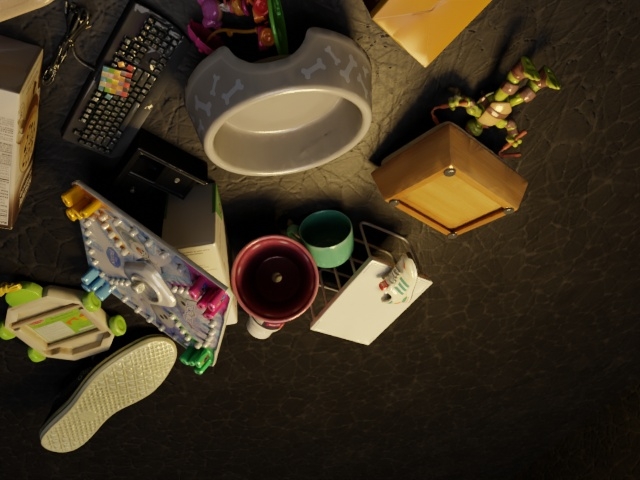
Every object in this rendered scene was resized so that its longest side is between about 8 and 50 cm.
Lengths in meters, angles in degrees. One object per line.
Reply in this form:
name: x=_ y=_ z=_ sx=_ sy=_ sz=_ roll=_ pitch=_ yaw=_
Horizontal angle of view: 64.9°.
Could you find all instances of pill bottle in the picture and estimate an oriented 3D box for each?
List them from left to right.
pill bottle: x=-0.134 y=0.187 z=1.400 sx=0.108 sy=0.108 sz=0.194 roll=15 pitch=129 yaw=-26

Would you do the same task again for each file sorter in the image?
file sorter: x=0.114 y=0.111 z=1.336 sx=0.192 sy=0.173 sz=0.278 roll=20 pitch=126 yaw=-28

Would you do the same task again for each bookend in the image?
bookend: x=-0.348 y=-0.127 z=1.066 sx=0.156 sy=0.072 sz=0.157 roll=28 pitch=123 yaw=-34

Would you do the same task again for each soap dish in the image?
soap dish: x=0.294 y=-0.123 z=1.144 sx=0.290 sy=0.118 sz=0.228 roll=24 pitch=145 yaw=-33

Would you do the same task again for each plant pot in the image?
plant pot: x=-0.106 y=0.092 z=1.217 sx=0.201 sy=0.202 sz=0.180 roll=-10 pitch=176 yaw=-3

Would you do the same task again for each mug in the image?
mug: x=0.009 y=-0.003 z=1.245 sx=0.129 sy=0.157 sz=0.098 roll=-38 pitch=141 yaw=-22

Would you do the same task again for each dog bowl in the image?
dog bowl: x=-0.065 y=-0.228 z=0.915 sx=0.348 sy=0.102 sz=0.349 roll=-12 pitch=165 yaw=-3

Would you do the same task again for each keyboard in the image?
keyboard: x=-0.396 y=-0.298 z=0.917 sx=0.201 sy=0.033 sz=0.317 roll=26 pitch=123 yaw=-32

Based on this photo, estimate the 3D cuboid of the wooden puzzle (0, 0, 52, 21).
wooden puzzle: x=-0.608 y=-0.445 z=0.695 sx=0.347 sy=0.081 sz=0.322 roll=-21 pitch=136 yaw=1

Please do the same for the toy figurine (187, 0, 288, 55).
toy figurine: x=-0.149 y=-0.379 z=0.850 sx=0.159 sy=0.130 sz=0.173 roll=-7 pitch=114 yaw=7

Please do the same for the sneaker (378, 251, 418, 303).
sneaker: x=0.178 y=0.095 z=1.175 sx=0.075 sy=0.057 sz=0.161 roll=-9 pitch=137 yaw=-10

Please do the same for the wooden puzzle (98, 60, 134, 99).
wooden puzzle: x=-0.370 y=-0.288 z=0.908 sx=0.049 sy=0.006 sz=0.083 roll=9 pitch=133 yaw=-29

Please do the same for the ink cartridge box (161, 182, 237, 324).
ink cartridge box: x=-0.270 y=0.041 z=1.157 sx=0.116 sy=0.202 sz=0.278 roll=-7 pitch=135 yaw=-4

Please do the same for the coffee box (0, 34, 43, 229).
coffee box: x=-0.579 y=-0.188 z=0.886 sx=0.118 sy=0.168 sz=0.297 roll=12 pitch=131 yaw=-23

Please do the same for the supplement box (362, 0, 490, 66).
supplement box: x=0.170 y=-0.427 z=0.801 sx=0.129 sy=0.194 sz=0.191 roll=28 pitch=123 yaw=-33

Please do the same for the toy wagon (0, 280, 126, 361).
toy wagon: x=-0.695 y=0.200 z=1.315 sx=0.267 sy=0.068 sz=0.345 roll=-18 pitch=135 yaw=5

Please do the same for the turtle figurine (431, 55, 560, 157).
turtle figurine: x=0.388 y=-0.282 z=1.069 sx=0.269 sy=0.087 sz=0.217 roll=20 pitch=144 yaw=-24

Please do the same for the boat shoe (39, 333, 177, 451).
boat shoe: x=-0.635 y=0.427 z=1.499 sx=0.500 sy=0.156 sz=0.187 roll=-41 pitch=125 yaw=10

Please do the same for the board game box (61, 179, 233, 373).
board game box: x=-0.379 y=0.105 z=1.090 sx=0.389 sy=0.050 sz=0.390 roll=35 pitch=143 yaw=7
